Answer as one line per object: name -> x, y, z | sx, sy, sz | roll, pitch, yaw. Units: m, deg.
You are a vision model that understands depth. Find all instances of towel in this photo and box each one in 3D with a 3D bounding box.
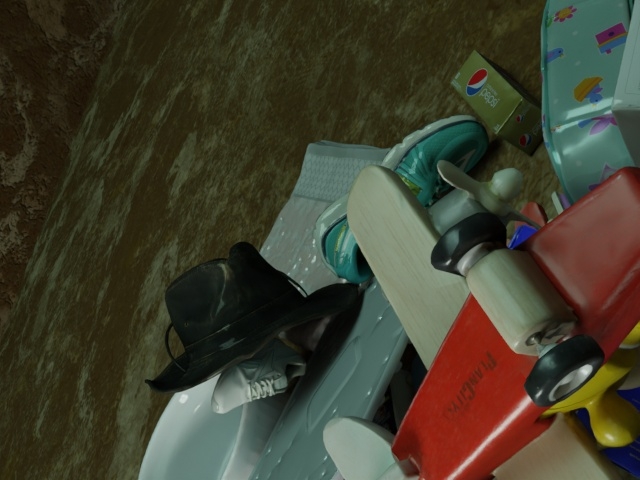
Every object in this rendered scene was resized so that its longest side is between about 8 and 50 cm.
towel -> 0.000, 0.000, 1.972 | 0.317, 0.053, 0.332 | -65, 25, -5

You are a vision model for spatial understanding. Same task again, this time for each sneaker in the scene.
sneaker -> 0.119, -0.048, 1.718 | 0.275, 0.107, 0.110 | -43, 42, 5
sneaker -> -0.078, 0.177, 1.691 | 0.061, 0.152, 0.053 | 25, 131, 31

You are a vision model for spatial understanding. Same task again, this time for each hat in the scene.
hat -> -0.112, 0.078, 1.728 | 0.331, 0.134, 0.331 | -24, 3, 1

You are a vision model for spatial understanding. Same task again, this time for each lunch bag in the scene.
lunch bag -> 0.307, -0.117, 1.331 | 0.108, 0.224, 0.279 | -15, 47, 26

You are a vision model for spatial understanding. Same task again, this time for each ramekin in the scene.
ramekin -> -0.127, 0.308, 1.812 | 0.277, 0.135, 0.277 | -43, 32, 34

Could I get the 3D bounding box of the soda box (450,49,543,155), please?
soda box -> 0.233, -0.179, 1.701 | 0.058, 0.061, 0.181 | -54, 27, 15

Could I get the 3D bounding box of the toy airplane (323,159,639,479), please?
toy airplane -> 0.173, 0.124, 1.087 | 0.384, 0.272, 0.386 | 4, 106, 55

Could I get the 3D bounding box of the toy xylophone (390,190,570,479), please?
toy xylophone -> 0.205, 0.109, 1.431 | 0.322, 0.081, 0.236 | -54, 21, 16

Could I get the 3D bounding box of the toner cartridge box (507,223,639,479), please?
toner cartridge box -> 0.284, 0.119, 1.198 | 0.348, 0.075, 0.165 | 29, 92, 48

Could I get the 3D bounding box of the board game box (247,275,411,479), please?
board game box -> 0.034, 0.179, 1.549 | 0.390, 0.050, 0.390 | -46, 13, 55

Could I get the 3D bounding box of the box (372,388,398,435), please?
box -> 0.039, 0.336, 1.566 | 0.270, 0.060, 0.216 | -48, 29, 28

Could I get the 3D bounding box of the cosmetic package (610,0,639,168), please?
cosmetic package -> 0.380, -0.103, 1.076 | 0.225, 0.224, 0.138 | 5, 65, 28
